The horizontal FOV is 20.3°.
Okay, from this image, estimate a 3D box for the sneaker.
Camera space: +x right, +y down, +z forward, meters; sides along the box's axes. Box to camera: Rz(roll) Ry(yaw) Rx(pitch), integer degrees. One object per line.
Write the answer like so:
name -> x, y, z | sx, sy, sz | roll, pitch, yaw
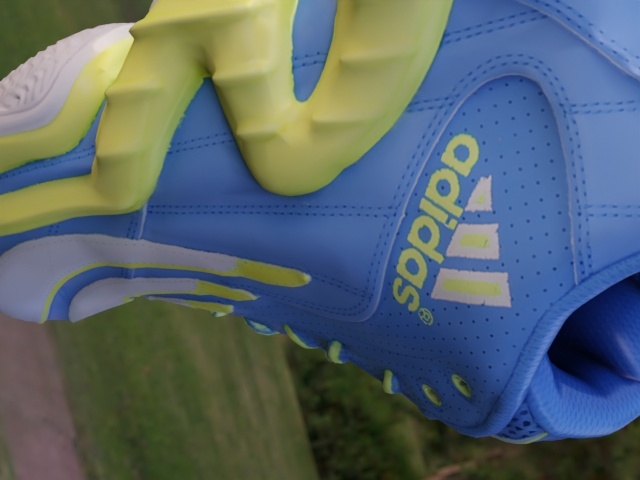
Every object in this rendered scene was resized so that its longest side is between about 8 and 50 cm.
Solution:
sneaker -> 0.000, 0.000, 0.392 | 0.091, 0.240, 0.126 | -14, 77, -41
